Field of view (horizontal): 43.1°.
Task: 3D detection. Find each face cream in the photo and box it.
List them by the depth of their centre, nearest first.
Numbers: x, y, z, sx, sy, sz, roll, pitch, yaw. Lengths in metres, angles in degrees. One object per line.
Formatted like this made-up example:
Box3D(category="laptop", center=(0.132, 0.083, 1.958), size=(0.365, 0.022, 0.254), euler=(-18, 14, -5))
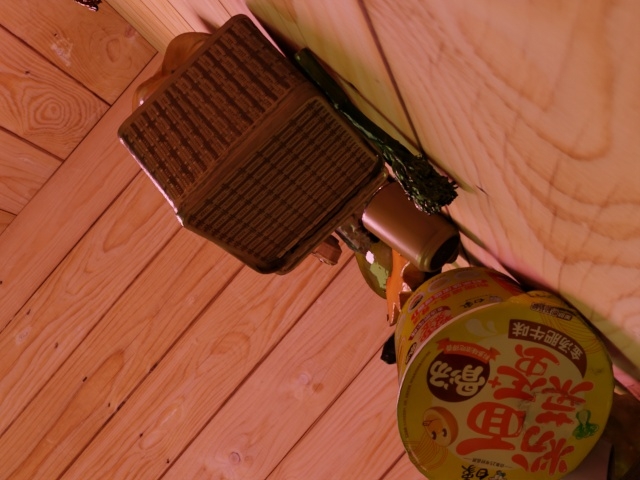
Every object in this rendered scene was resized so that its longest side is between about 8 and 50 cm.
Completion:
Box3D(category="face cream", center=(0.377, 0.339, 1.202), size=(0.104, 0.117, 0.117), euler=(2, 161, 27))

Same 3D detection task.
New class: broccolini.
Box3D(category="broccolini", center=(0.057, -0.119, 0.893), size=(0.239, 0.051, 0.054), euler=(43, -170, -8))

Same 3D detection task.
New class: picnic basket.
Box3D(category="picnic basket", center=(-0.065, -0.100, 1.046), size=(0.175, 0.228, 0.313), euler=(49, -175, 26))

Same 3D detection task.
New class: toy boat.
Box3D(category="toy boat", center=(0.000, 0.000, 1.736), size=(0.072, 0.064, 0.206), euler=(22, -169, -23))

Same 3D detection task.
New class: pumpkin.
Box3D(category="pumpkin", center=(0.191, 0.028, 1.507), size=(0.149, 0.130, 0.254), euler=(9, -123, -24))

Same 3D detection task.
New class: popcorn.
Box3D(category="popcorn", center=(0.465, 0.368, 1.338), size=(0.241, 0.235, 0.250), euler=(23, 149, 21))

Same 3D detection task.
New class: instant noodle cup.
Box3D(category="instant noodle cup", center=(0.240, 0.180, 1.179), size=(0.311, 0.311, 0.221), euler=(41, -168, -18))

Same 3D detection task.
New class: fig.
Box3D(category="fig", center=(0.161, 0.039, 1.827), size=(0.180, 0.191, 0.181), euler=(4, -171, -1))

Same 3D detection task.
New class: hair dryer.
Box3D(category="hair dryer", center=(0.183, 0.001, 1.331), size=(0.135, 0.090, 0.278), euler=(39, -174, 28))

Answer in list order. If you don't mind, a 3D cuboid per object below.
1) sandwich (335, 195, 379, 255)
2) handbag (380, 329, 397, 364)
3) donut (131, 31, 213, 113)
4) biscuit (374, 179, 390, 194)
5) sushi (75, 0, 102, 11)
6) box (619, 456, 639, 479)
Box3D(category="sandwich", center=(0.014, -0.109, 1.693), size=(0.325, 0.131, 0.262), euler=(40, 179, 19))
Box3D(category="handbag", center=(0.220, 0.142, 1.425), size=(0.109, 0.241, 0.315), euler=(52, -172, 12))
Box3D(category="donut", center=(-0.181, -0.199, 1.467), size=(0.360, 0.170, 0.360), euler=(28, 152, 16))
Box3D(category="biscuit", center=(0.073, -0.119, 1.391), size=(0.220, 0.033, 0.220), euler=(43, -179, -1))
Box3D(category="sushi", center=(-0.470, -0.523, 1.479), size=(0.140, 0.149, 0.287), euler=(-3, -150, -34))
Box3D(category="box", center=(0.472, 0.391, 1.079), size=(0.184, 0.273, 0.143), euler=(41, -179, 36))
